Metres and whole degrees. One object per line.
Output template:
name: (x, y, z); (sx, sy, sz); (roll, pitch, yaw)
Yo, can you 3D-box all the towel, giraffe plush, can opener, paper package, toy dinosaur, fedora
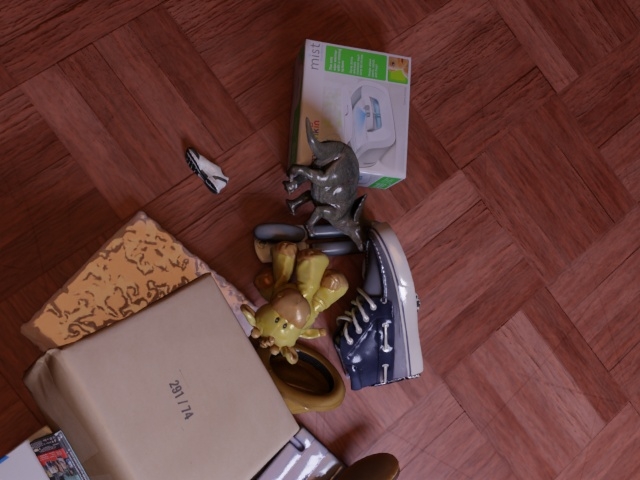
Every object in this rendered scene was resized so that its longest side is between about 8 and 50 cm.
towel: (-0.327, 0.158, 1.060); (0.332, 0.053, 0.317); (42, 75, -6)
giraffe plush: (-0.064, 0.125, 1.020); (0.181, 0.170, 0.210); (19, 109, 11)
can opener: (0.000, 0.000, 1.138); (0.280, 0.093, 0.074); (-3, 83, -18)
paper package: (-0.242, 0.262, 0.895); (0.309, 0.168, 0.325); (-30, 90, -49)
toy dinosaur: (0.017, -0.111, 1.044); (0.160, 0.121, 0.314); (-27, 126, -14)
fedora: (-0.050, 0.276, 1.074); (0.194, 0.194, 0.079); (22, 115, -9)

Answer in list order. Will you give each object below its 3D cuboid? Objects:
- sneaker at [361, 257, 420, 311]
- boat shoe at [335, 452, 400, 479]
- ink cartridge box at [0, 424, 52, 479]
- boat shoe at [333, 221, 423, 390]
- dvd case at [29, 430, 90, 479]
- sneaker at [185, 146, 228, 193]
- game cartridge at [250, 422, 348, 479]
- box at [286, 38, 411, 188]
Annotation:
sneaker: (0.148, 0.096, 1.170); (0.068, 0.071, 0.170); (-37, 108, 7)
boat shoe: (0.060, 0.478, 1.045); (0.207, 0.073, 0.073); (-26, 126, -11)
ink cartridge box: (-0.467, 0.369, 0.925); (0.148, 0.203, 0.086); (-38, 90, -15)
boat shoe: (0.095, 0.142, 1.072); (0.158, 0.127, 0.341); (-16, 110, -8)
dvd case: (-0.371, 0.336, 0.806); (0.013, 0.087, 0.119); (-30, 92, -54)
sneaker: (-0.232, -0.147, 1.132); (0.043, 0.040, 0.109); (-41, 97, -30)
game cartridge: (-0.076, 0.564, 1.062); (0.230, 0.068, 0.355); (45, 76, -8)
box: (0.056, -0.256, 1.163); (0.231, 0.127, 0.262); (6, 82, -14)
